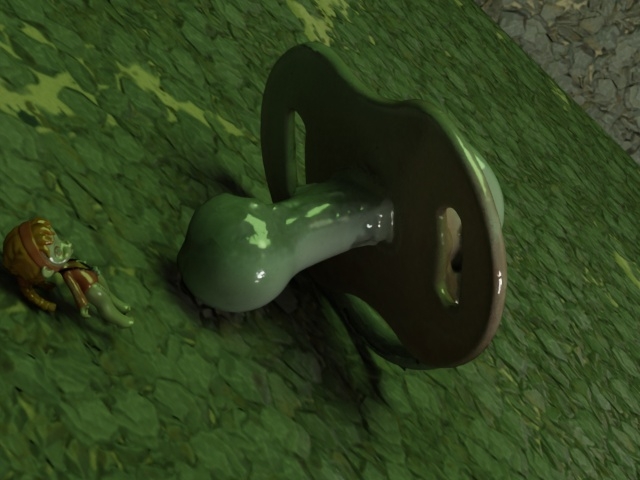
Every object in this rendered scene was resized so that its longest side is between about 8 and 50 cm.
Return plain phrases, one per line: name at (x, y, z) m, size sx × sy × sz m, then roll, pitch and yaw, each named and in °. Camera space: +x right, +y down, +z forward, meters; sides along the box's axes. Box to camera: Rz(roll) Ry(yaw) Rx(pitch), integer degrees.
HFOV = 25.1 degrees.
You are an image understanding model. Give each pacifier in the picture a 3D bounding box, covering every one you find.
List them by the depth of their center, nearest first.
pacifier at (0.024, -0.023, 1.177) m, size 0.273 × 0.220 × 0.332 m, roll 22°, pitch 10°, yaw -44°

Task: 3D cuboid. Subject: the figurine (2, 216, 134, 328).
figurine at (-0.170, 0.028, 0.974) m, size 0.109 × 0.047 × 0.064 m, roll 42°, pitch 14°, yaw -36°
